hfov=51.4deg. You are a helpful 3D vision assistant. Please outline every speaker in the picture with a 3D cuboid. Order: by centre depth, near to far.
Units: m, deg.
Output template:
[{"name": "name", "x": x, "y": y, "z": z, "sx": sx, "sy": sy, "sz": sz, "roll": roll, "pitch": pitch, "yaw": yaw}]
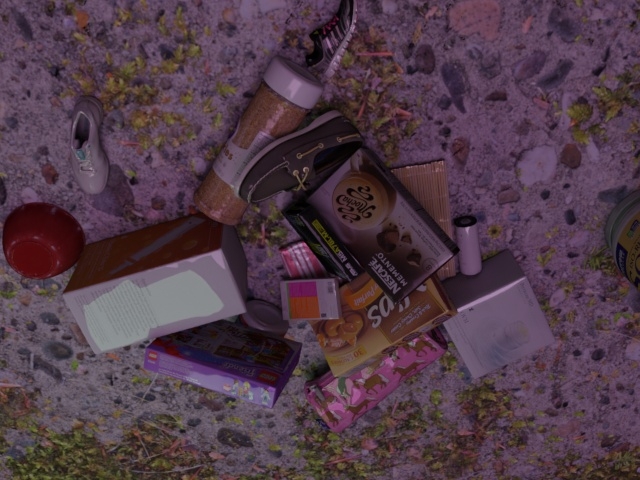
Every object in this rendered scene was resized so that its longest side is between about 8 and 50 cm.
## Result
[{"name": "speaker", "x": 0.351, "y": 0.014, "z": 1.582, "sx": 0.055, "sy": 0.055, "sz": 0.136, "roll": -13, "pitch": 118, "yaw": 2}]

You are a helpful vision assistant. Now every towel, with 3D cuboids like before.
[{"name": "towel", "x": 0.014, "y": 0.044, "z": 1.586, "sx": 0.196, "sy": 0.029, "sz": 0.144, "roll": -21, "pitch": 115, "yaw": 6}]

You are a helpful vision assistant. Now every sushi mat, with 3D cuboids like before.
[{"name": "sushi mat", "x": 0.234, "y": -0.035, "z": 1.567, "sx": 0.151, "sy": 0.019, "sz": 0.317, "roll": -11, "pitch": 118, "yaw": 0}]

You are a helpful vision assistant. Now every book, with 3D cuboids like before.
[{"name": "book", "x": -0.024, "y": 0.136, "z": 1.562, "sx": 0.144, "sy": 0.035, "sz": 0.096, "roll": -4, "pitch": 97, "yaw": 27}]

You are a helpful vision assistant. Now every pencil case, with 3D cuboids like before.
[{"name": "pencil case", "x": 0.137, "y": 0.318, "z": 1.671, "sx": 0.386, "sy": 0.167, "sz": 0.160, "roll": -40, "pitch": 81, "yaw": 15}]

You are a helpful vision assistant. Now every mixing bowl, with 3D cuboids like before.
[{"name": "mixing bowl", "x": -0.624, "y": 0.019, "z": 1.472, "sx": 0.181, "sy": 0.098, "sz": 0.182, "roll": -2, "pitch": 119, "yaw": -4}]

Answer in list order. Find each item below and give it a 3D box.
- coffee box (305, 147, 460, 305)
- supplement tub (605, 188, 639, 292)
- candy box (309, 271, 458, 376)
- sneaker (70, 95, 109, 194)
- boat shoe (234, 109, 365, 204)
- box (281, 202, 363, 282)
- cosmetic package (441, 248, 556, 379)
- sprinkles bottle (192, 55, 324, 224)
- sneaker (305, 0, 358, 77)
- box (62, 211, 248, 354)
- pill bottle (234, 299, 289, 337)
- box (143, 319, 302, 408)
[{"name": "coffee box", "x": 0.135, "y": -0.032, "z": 1.428, "sx": 0.168, "sy": 0.119, "sz": 0.297, "roll": -42, "pitch": 82, "yaw": 17}, {"name": "supplement tub", "x": 0.806, "y": 0.037, "z": 1.479, "sx": 0.240, "sy": 0.331, "sz": 0.241, "roll": -2, "pitch": 118, "yaw": -4}, {"name": "candy box", "x": 0.137, "y": 0.167, "z": 1.556, "sx": 0.316, "sy": 0.183, "sz": 0.087, "roll": -33, "pitch": 157, "yaw": 17}, {"name": "sneaker", "x": -0.488, "y": -0.184, "z": 1.377, "sx": 0.080, "sy": 0.094, "sz": 0.212, "roll": 0, "pitch": 118, "yaw": -7}, {"name": "boat shoe", "x": -0.038, "y": -0.158, "z": 1.344, "sx": 0.305, "sy": 0.091, "sz": 0.109, "roll": -37, "pitch": 158, "yaw": -27}, {"name": "box", "x": 0.000, "y": 0.000, "z": 1.448, "sx": 0.045, "sy": 0.190, "sz": 0.184, "roll": -38, "pitch": 102, "yaw": -9}, {"name": "cosmetic package", "x": 0.420, "y": 0.182, "z": 1.634, "sx": 0.224, "sy": 0.138, "sz": 0.224, "roll": -28, "pitch": 117, "yaw": 8}, {"name": "sprinkles bottle", "x": -0.133, "y": -0.201, "z": 1.385, "sx": 0.121, "sy": 0.121, "sz": 0.355, "roll": 27, "pitch": 112, "yaw": -18}, {"name": "sneaker", "x": 0.019, "y": -0.410, "z": 1.319, "sx": 0.074, "sy": 0.063, "sz": 0.171, "roll": 13, "pitch": 121, "yaw": -19}, {"name": "box", "x": -0.347, "y": 0.082, "z": 1.464, "sx": 0.345, "sy": 0.215, "sz": 0.168, "roll": -16, "pitch": 118, "yaw": 3}, {"name": "pill bottle", "x": -0.175, "y": 0.266, "z": 1.631, "sx": 0.124, "sy": 0.124, "sz": 0.222, "roll": 22, "pitch": 114, "yaw": -16}, {"name": "box", "x": -0.207, "y": 0.252, "z": 1.457, "sx": 0.293, "sy": 0.201, "sz": 0.057, "roll": 15, "pitch": 112, "yaw": 10}]
